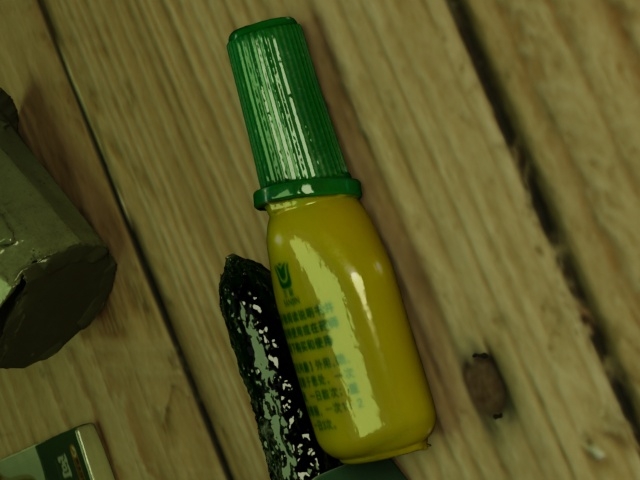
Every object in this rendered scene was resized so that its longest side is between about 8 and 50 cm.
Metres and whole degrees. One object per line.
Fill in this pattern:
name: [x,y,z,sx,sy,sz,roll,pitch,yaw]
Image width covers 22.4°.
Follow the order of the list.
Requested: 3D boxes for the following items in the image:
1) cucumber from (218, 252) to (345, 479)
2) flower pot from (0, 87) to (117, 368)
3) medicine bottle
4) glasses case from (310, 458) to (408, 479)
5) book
cucumber: [-0.022,0.125,1.195,0.067,0.067,0.245,-18,84,55]
flower pot: [-0.299,-0.005,1.423,0.202,0.212,0.212,43,136,25]
medicine bottle: [0.000,0.000,1.101,0.111,0.076,0.309,-17,90,53]
glasses case: [0.062,0.233,1.108,0.184,0.078,0.039,52,137,28]
book: [-0.255,0.300,1.622,0.264,0.027,0.202,-26,81,55]
